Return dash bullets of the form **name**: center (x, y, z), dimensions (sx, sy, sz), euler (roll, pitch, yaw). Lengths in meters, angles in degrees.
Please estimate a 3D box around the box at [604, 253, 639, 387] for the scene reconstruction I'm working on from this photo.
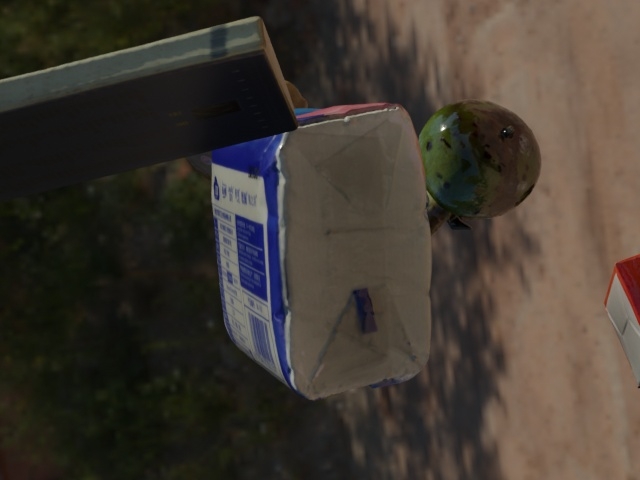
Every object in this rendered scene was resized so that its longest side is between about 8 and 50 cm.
- **box**: center (0.441, 0.097, 2.080), dimensions (0.182, 0.099, 0.133), euler (75, 177, -69)

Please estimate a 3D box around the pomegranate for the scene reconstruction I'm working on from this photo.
- **pomegranate**: center (0.176, -0.076, 1.820), dimensions (0.148, 0.148, 0.169), euler (-108, 20, -44)

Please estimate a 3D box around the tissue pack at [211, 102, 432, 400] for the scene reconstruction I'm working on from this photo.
- **tissue pack**: center (0.000, 0.000, 1.253), dimensions (0.270, 0.137, 0.209), euler (-165, 72, -76)

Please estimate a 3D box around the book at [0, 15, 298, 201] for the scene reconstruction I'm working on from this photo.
- **book**: center (-0.153, -0.066, 0.958), dimensions (0.191, 0.269, 0.025), euler (63, -166, -80)

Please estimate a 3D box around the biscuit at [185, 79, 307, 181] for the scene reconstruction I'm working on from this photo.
- **biscuit**: center (-0.101, -0.130, 1.995), dimensions (0.249, 0.184, 0.035), euler (117, 178, -56)
